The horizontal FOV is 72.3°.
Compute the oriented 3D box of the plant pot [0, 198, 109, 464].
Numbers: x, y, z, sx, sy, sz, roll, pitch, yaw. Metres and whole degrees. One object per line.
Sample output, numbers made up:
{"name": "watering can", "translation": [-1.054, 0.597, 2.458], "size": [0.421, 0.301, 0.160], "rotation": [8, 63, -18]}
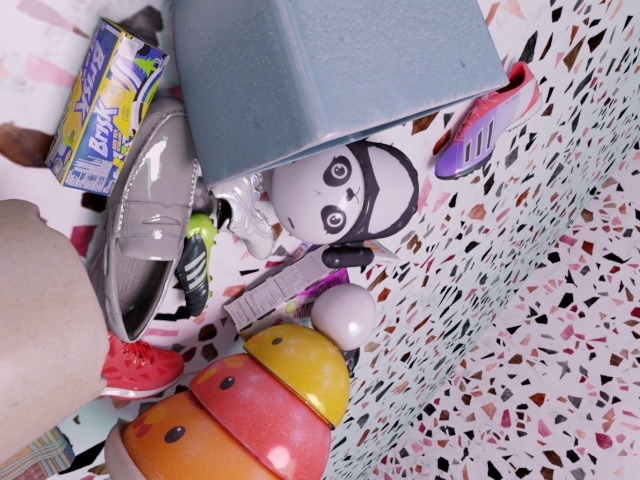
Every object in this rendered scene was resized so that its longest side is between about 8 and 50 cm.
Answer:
{"name": "plant pot", "translation": [-0.366, 0.102, 0.344], "size": [0.306, 0.334, 0.333], "rotation": [-25, 140, -48]}

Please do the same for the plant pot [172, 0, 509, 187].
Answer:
{"name": "plant pot", "translation": [-0.012, -0.221, 0.445], "size": [0.248, 0.247, 0.252], "rotation": [-24, 101, -32]}

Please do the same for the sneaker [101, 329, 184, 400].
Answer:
{"name": "sneaker", "translation": [-0.287, 0.168, 0.660], "size": [0.221, 0.087, 0.128], "rotation": [8, 118, -52]}

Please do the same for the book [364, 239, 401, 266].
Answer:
{"name": "book", "translation": [0.098, 0.019, 0.935], "size": [0.144, 0.096, 0.035], "rotation": [10, 114, -52]}

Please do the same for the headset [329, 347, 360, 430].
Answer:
{"name": "headset", "translation": [0.024, 0.323, 1.015], "size": [0.243, 0.185, 0.394], "rotation": [-50, 172, -48]}

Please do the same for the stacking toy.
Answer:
{"name": "stacking toy", "translation": [-0.071, 0.263, 0.751], "size": [0.479, 0.351, 0.350], "rotation": [-50, 147, -21]}

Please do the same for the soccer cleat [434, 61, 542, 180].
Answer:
{"name": "soccer cleat", "translation": [0.361, -0.262, 0.975], "size": [0.318, 0.109, 0.116], "rotation": [-42, 124, -8]}

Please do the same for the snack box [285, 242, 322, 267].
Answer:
{"name": "snack box", "translation": [0.000, 0.000, 0.873], "size": [0.178, 0.022, 0.064], "rotation": [-55, 143, 8]}

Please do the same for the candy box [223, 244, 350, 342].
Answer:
{"name": "candy box", "translation": [-0.052, 0.126, 0.862], "size": [0.234, 0.071, 0.159], "rotation": [-32, 144, -10]}

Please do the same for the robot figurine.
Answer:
{"name": "robot figurine", "translation": [0.052, -0.081, 0.718], "size": [0.278, 0.209, 0.173], "rotation": [-5, 148, -46]}

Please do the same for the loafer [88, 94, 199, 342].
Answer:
{"name": "loafer", "translation": [-0.210, -0.016, 0.547], "size": [0.112, 0.111, 0.319], "rotation": [-3, 125, -47]}

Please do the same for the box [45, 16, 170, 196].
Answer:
{"name": "box", "translation": [-0.226, -0.137, 0.461], "size": [0.054, 0.059, 0.168], "rotation": [12, 113, -53]}

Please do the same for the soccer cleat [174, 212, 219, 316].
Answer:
{"name": "soccer cleat", "translation": [-0.201, 0.041, 0.666], "size": [0.073, 0.060, 0.178], "rotation": [-5, 120, -34]}

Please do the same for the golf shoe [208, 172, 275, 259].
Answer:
{"name": "golf shoe", "translation": [-0.124, -0.029, 0.661], "size": [0.086, 0.069, 0.176], "rotation": [-43, 138, -34]}

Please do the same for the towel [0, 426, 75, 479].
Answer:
{"name": "towel", "translation": [-0.509, 0.284, 0.565], "size": [0.272, 0.040, 0.369], "rotation": [-25, 139, -30]}
